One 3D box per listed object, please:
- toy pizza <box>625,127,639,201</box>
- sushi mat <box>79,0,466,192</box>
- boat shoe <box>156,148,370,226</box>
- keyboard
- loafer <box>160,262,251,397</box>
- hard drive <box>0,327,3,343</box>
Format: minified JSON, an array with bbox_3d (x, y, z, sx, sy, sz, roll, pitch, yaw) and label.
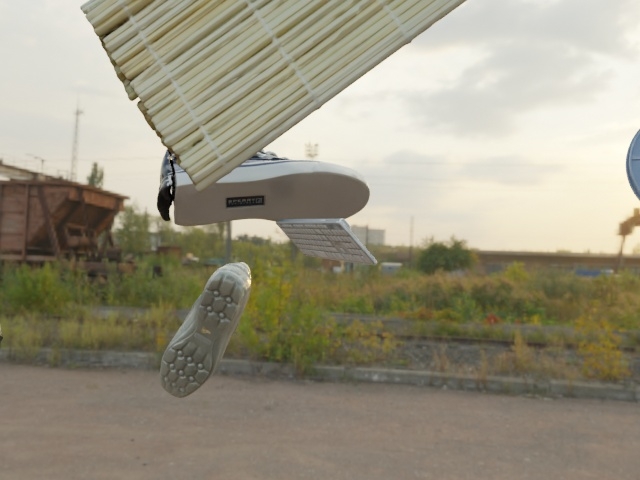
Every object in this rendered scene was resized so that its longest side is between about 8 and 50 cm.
[{"bbox_3d":[0.479,-0.091,0.772,0.201,0.201,0.032,1,-28,25],"label":"toy pizza"},{"bbox_3d":[0.011,-0.177,0.393,0.316,0.151,0.019,-36,-10,1],"label":"sushi mat"},{"bbox_3d":[-0.096,-0.115,1.048,0.340,0.158,0.127,0,-45,-18],"label":"boat shoe"},{"bbox_3d":[0.000,0.000,0.879,0.014,0.072,0.256,-40,15,-15],"label":"keyboard"},{"bbox_3d":[-0.224,0.182,1.284,0.112,0.319,0.111,34,21,1],"label":"loafer"},{"bbox_3d":[-0.289,0.109,0.530,0.022,0.135,0.094,5,24,-35],"label":"hard drive"}]
